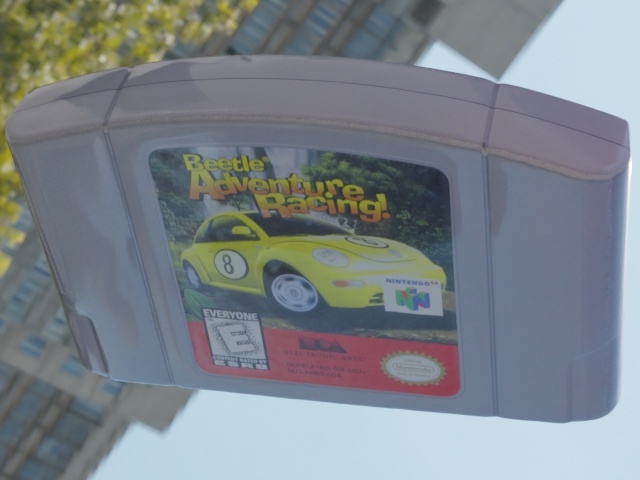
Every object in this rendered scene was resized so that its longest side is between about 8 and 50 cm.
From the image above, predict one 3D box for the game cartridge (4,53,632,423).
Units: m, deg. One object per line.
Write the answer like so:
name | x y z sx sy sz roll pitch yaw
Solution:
game cartridge | 0.000 0.000 0.725 0.294 0.196 0.060 4 -139 14
